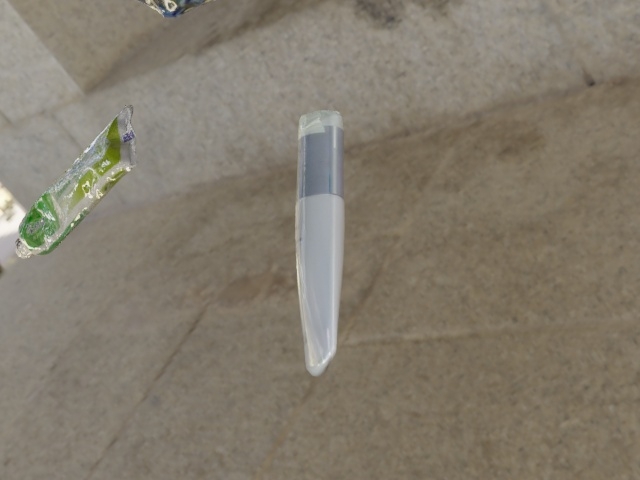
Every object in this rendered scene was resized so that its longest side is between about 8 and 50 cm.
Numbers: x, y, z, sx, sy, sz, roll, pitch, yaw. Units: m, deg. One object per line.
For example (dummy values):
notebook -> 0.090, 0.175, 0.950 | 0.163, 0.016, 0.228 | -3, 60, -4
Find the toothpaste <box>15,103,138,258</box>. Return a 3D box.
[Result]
toothpaste -> -0.261, -0.047, 1.019 | 0.248, 0.046, 0.078 | -38, 50, 37

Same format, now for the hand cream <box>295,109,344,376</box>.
hand cream -> 0.000, 0.000, 0.909 | 0.079, 0.048, 0.255 | 112, 159, -70

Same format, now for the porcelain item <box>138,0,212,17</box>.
porcelain item -> -0.141, -0.243, 0.504 | 0.138, 0.288, 0.186 | -30, 22, 16
